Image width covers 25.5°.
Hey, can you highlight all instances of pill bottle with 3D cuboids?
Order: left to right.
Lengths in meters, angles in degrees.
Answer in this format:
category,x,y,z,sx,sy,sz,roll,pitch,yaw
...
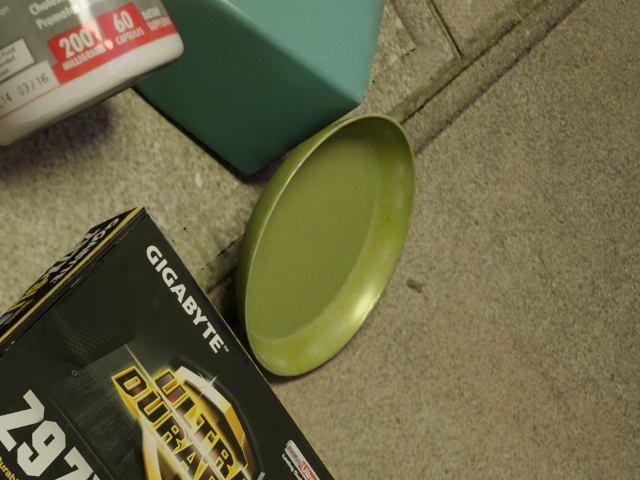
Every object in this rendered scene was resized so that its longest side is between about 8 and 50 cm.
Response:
category,x,y,z,sx,sy,sz,roll,pitch,yaw
pill bottle,-0.233,-0.228,1.040,0.161,0.161,0.283,-36,101,-50

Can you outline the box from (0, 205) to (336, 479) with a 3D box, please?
category,x,y,z,sx,sy,sz,roll,pitch,yaw
box,-0.128,0.175,1.045,0.322,0.079,0.257,57,42,-14

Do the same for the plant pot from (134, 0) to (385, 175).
category,x,y,z,sx,sy,sz,roll,pitch,yaw
plant pot,-0.090,-0.204,1.203,0.234,0.165,0.166,31,51,-27

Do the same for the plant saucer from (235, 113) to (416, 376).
category,x,y,z,sx,sy,sz,roll,pitch,yaw
plant saucer,0.000,0.000,1.218,0.241,0.037,0.241,-38,141,-40
